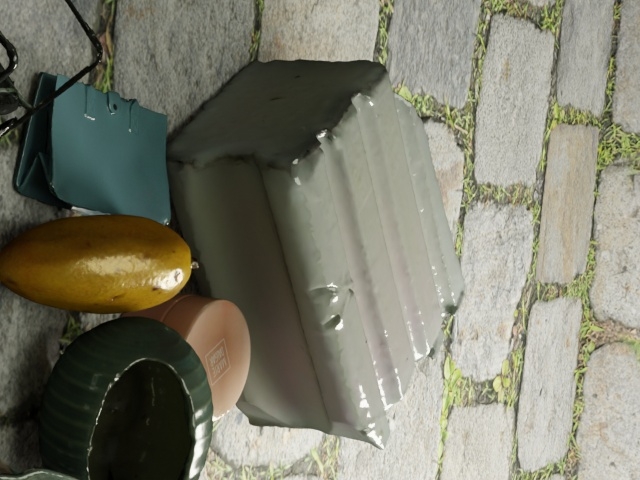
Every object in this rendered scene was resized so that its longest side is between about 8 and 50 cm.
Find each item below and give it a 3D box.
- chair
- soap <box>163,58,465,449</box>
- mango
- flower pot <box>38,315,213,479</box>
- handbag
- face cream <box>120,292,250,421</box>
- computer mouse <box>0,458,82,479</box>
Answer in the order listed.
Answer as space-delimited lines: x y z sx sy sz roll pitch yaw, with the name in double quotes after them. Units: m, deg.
-0.347 -0.161 1.568 0.145 0.221 0.140 54 30 13 "chair"
0.000 0.000 2.074 0.350 0.213 0.435 -53 138 -45 "soap"
-0.246 0.027 1.739 0.227 0.147 0.109 -1 95 -38 "mango"
-0.213 0.201 1.775 0.189 0.157 0.243 5 110 -20 "flower pot"
-0.246 -0.098 1.803 0.221 0.057 0.144 16 76 -59 "handbag"
-0.165 0.137 1.929 0.149 0.104 0.149 -17 110 -58 "face cream"
-0.363 0.297 1.618 0.389 0.115 0.199 23 87 -41 "computer mouse"
